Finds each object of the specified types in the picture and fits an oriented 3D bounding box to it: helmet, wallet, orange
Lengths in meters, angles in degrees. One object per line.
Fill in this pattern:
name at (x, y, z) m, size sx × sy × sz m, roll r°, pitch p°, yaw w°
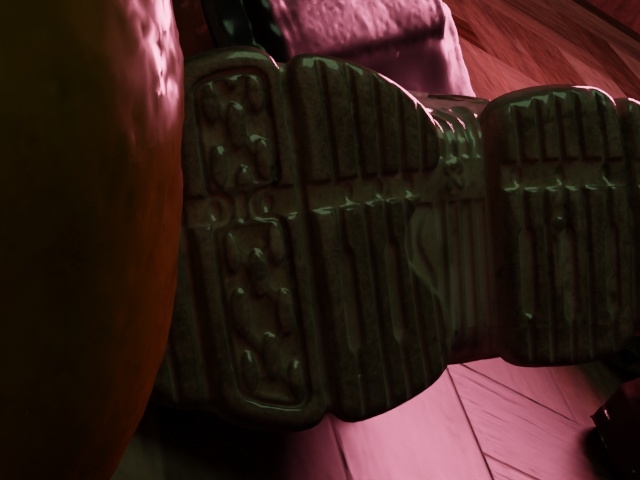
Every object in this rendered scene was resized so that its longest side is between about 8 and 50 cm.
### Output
helmet at (0.236, 0.129, 1.072) m, size 0.123 × 0.070 × 0.098 m, roll 29°, pitch 18°, yaw -13°
wallet at (0.017, -0.128, 1.053) m, size 0.247 × 0.041 × 0.323 m, roll -21°, pitch 96°, yaw -52°
orange at (-0.159, -0.023, 0.451) m, size 0.235 × 0.279 × 0.279 m, roll -4°, pitch 32°, yaw -18°

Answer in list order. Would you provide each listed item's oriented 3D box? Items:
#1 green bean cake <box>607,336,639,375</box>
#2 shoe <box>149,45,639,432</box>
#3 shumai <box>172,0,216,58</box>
green bean cake at (0.289, 0.035, 1.322) m, size 0.241 × 0.132 × 0.255 m, roll 21°, pitch 22°, yaw -47°
shoe at (-0.001, 0.003, 0.854) m, size 0.351 × 0.172 × 0.198 m, roll 3°, pitch -1°, yaw -28°
shumai at (-0.038, -0.132, 1.129) m, size 0.206 × 0.166 × 0.175 m, roll 13°, pitch 28°, yaw -5°
